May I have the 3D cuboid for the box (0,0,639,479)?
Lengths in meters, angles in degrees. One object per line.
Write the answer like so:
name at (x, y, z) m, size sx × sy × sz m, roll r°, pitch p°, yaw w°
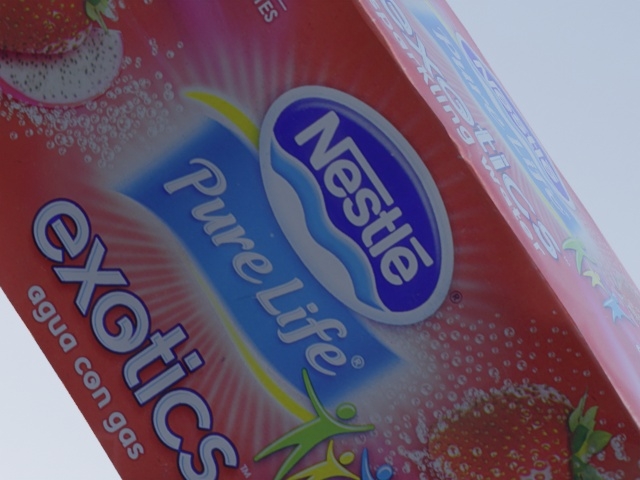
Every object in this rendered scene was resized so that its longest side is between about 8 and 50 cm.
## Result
box at (0.000, 0.000, 0.476) m, size 0.142 × 0.154 × 0.300 m, roll -34°, pitch -95°, yaw 17°
